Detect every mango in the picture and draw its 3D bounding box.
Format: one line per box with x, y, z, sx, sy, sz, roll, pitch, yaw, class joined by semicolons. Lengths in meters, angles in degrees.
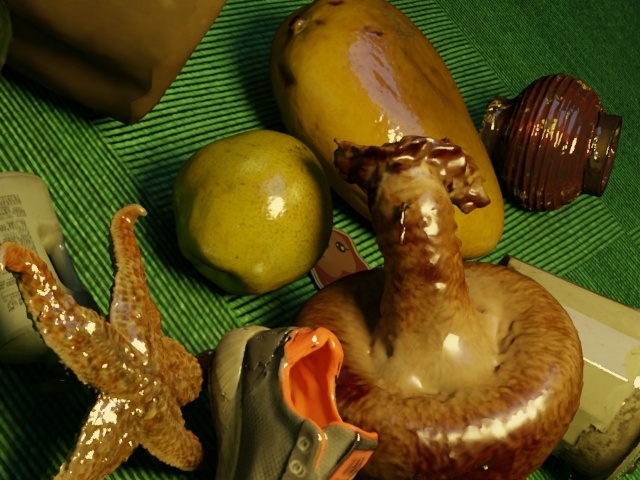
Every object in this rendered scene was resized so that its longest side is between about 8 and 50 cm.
0.103;-0.155;1.658;0.445;0.220;0.301;54;29;-4;mango

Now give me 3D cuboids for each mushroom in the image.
0.139;0.106;1.285;0.331;0.356;0.334;12;37;-15;mushroom

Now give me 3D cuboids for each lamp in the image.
0.377;-0.162;1.927;0.247;0.247;0.247;26;40;-24;lamp

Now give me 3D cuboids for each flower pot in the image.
0.313;0.160;1.531;0.259;0.290;0.290;27;37;0;flower pot

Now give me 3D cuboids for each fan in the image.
0.000;0.000;1.565;0.132;0.009;0.220;-17;69;-54;fan

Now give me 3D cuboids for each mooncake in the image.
-0.212;-0.384;1.374;0.262;0.467;0.467;28;39;-12;mooncake

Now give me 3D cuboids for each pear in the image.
-0.081;-0.033;1.376;0.198;0.198;0.198;26;40;-24;pear

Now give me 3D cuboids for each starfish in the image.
-0.191;0.132;1.091;0.375;0.094;0.327;62;40;-33;starfish

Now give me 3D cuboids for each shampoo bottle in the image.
-0.292;0.048;1.160;0.118;0.087;0.234;-8;61;-40;shampoo bottle

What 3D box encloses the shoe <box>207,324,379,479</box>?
-0.017;0.232;1.127;0.132;0.171;0.336;27;54;-46;shoe

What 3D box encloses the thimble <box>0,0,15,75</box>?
-0.453;-0.231;1.130;0.271;0.271;0.150;-3;56;-46;thimble
